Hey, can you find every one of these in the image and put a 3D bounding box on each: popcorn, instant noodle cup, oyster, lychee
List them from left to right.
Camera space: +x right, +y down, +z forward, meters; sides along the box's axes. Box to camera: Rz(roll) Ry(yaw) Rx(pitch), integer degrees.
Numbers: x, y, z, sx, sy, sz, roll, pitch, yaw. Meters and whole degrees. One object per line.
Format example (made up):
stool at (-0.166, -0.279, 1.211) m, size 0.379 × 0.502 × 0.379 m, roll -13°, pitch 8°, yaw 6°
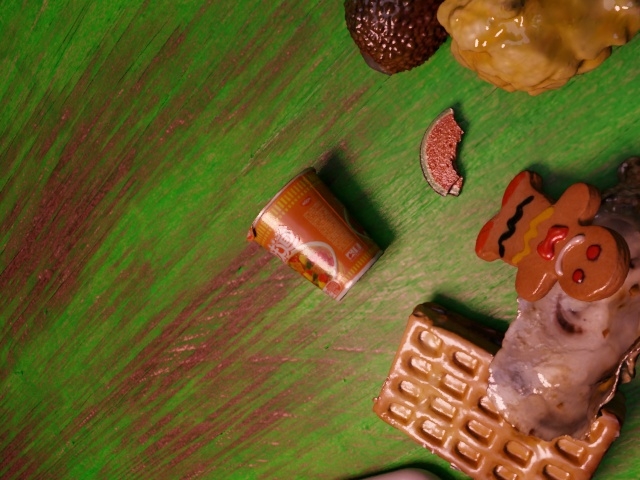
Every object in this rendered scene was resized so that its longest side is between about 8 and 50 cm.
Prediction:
instant noodle cup at (0.000, 0.000, 0.862) m, size 0.185 × 0.168 × 0.168 m, roll 42°, pitch 115°, yaw 7°
lychee at (0.116, -0.327, 0.740) m, size 0.171 × 0.171 × 0.171 m, roll 5°, pitch 101°, yaw 26°
popcorn at (0.267, -0.301, 0.615) m, size 0.249 × 0.225 × 0.250 m, roll -2°, pitch 102°, yaw -9°
oyster at (0.351, 0.081, 0.627) m, size 0.110 × 0.204 × 0.396 m, roll 25°, pitch 96°, yaw -17°

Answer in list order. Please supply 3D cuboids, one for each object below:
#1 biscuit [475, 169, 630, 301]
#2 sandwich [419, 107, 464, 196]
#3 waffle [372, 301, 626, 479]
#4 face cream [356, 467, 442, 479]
biscuit at (0.290, -0.004, 0.672) m, size 0.036 × 0.250 × 0.166 m, roll 19°, pitch 107°, yaw -19°
sandwich at (0.187, -0.135, 0.803) m, size 0.067 × 0.029 × 0.135 m, roll 3°, pitch 100°, yaw 21°
waffle at (0.259, 0.254, 0.802) m, size 0.327 × 0.098 × 0.224 m, roll 26°, pitch 109°, yaw 23°
face cream at (0.157, 0.477, 0.900) m, size 0.336 × 0.080 × 0.163 m, roll -30°, pitch 84°, yaw 28°
